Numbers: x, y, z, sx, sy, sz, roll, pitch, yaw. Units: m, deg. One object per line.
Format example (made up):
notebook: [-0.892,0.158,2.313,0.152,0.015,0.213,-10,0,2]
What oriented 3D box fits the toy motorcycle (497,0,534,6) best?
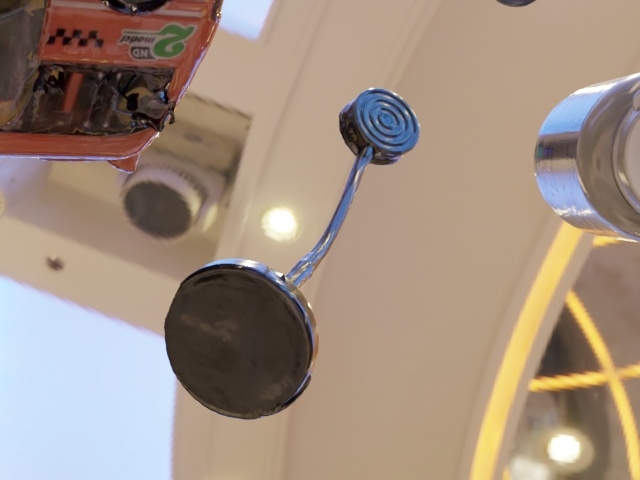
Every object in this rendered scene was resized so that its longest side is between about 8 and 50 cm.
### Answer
toy motorcycle: [0.102,-0.169,0.541,0.058,0.100,0.173,22,-72,2]

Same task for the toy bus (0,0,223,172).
toy bus: [-0.295,-0.178,1.042,0.427,0.203,0.233,1,-60,-33]

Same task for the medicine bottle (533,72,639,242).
medicine bottle: [0.203,-0.051,0.890,0.107,0.191,0.107,0,-87,-3]

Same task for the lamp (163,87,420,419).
lamp: [0.016,-0.019,1.085,0.130,0.371,0.108,42,-44,1]
